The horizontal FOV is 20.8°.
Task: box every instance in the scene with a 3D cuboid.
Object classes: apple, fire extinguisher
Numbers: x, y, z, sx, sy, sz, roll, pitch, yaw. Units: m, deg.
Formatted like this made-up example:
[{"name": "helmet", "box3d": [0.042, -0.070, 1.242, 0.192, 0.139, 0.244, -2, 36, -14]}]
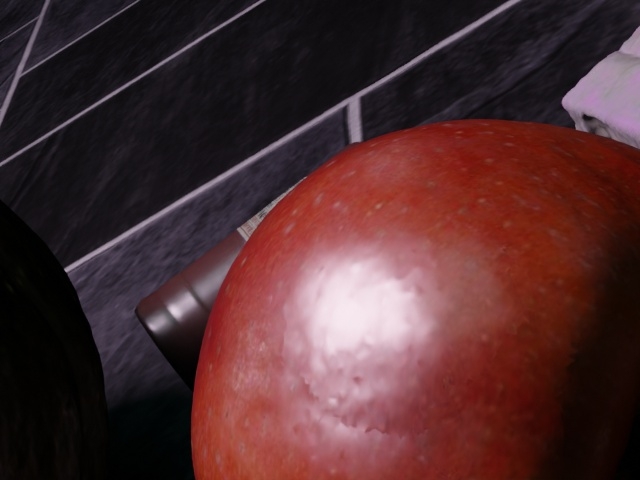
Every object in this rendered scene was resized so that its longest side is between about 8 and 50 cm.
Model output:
[{"name": "apple", "box3d": [0.065, 0.065, 0.616, 0.218, 0.218, 0.201, -46, 21, -23]}, {"name": "fire extinguisher", "box3d": [0.000, 0.000, 1.041, 0.231, 0.071, 0.099, -38, -5, -6]}]

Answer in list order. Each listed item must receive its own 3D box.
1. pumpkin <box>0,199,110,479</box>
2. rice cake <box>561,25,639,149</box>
[{"name": "pumpkin", "box3d": [-0.321, 0.130, 0.872, 0.454, 0.344, 0.454, -15, 20, 5]}, {"name": "rice cake", "box3d": [0.218, -0.057, 0.853, 0.106, 0.050, 0.298, -37, 23, -6]}]
